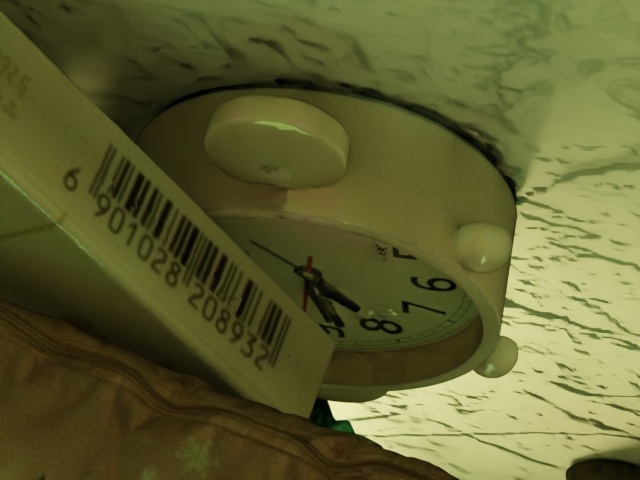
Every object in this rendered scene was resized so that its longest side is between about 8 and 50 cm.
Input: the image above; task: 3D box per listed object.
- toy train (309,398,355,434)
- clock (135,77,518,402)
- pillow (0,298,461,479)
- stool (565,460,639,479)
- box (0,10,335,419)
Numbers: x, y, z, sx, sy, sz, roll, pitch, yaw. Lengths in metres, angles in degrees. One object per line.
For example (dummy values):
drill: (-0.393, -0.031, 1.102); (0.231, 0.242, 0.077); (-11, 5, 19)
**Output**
toy train: (-0.021, 0.175, 0.851); (0.194, 0.298, 0.120); (-22, -179, -39)
clock: (0.000, 0.000, 0.726); (0.156, 0.063, 0.229); (4, 153, 11)
pillow: (-0.072, 0.120, 0.673); (0.236, 0.084, 0.223); (21, 130, 1)
stool: (0.241, 0.210, 0.956); (0.272, 0.178, 0.272); (9, 157, 4)
box: (-0.179, -0.039, 0.638); (0.205, 0.051, 0.365); (-9, 139, 39)
